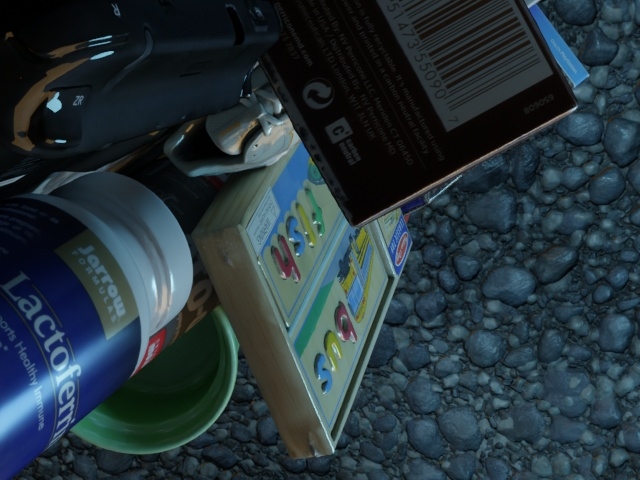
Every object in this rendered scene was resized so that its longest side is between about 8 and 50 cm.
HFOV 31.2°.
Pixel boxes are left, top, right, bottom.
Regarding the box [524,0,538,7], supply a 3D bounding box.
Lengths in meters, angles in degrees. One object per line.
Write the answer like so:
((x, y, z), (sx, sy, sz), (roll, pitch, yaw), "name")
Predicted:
((0.266, -0.356, 1.350), (0.103, 0.114, 0.203), (-34, -176, 41), "box")

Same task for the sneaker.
((-0.032, -0.118, 0.992), (0.262, 0.099, 0.121), (-33, -179, 41), "sneaker")

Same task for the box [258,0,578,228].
((0.063, -0.123, 0.817), (0.167, 0.168, 0.203), (-29, -179, 7), "box")

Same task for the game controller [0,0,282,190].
((-0.116, -0.066, 0.527), (0.166, 0.067, 0.319), (-22, -174, 14), "game controller")

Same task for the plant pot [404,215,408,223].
((0.033, -0.118, 1.715), (0.275, 0.275, 0.243), (-38, 173, -16), "plant pot")

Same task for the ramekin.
((-0.257, 0.137, 1.641), (0.303, 0.303, 0.148), (-37, -170, 15), "ramekin")

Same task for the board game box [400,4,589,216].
((0.164, -0.214, 1.540), (0.291, 0.232, 0.141), (-39, -178, -13), "board game box")

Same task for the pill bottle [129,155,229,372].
((-0.200, 0.043, 1.117), (0.283, 0.161, 0.161), (-40, -176, -43), "pill bottle")

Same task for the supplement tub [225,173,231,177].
((-0.060, -0.013, 1.481), (0.191, 0.272, 0.191), (-37, -177, 2), "supplement tub")

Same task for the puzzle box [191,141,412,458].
((0.000, 0.000, 1.233), (0.052, 0.272, 0.409), (-10, -152, 22), "puzzle box")

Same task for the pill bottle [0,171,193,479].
((-0.206, 0.060, 0.738), (0.153, 0.153, 0.264), (-36, -176, 39), "pill bottle")
